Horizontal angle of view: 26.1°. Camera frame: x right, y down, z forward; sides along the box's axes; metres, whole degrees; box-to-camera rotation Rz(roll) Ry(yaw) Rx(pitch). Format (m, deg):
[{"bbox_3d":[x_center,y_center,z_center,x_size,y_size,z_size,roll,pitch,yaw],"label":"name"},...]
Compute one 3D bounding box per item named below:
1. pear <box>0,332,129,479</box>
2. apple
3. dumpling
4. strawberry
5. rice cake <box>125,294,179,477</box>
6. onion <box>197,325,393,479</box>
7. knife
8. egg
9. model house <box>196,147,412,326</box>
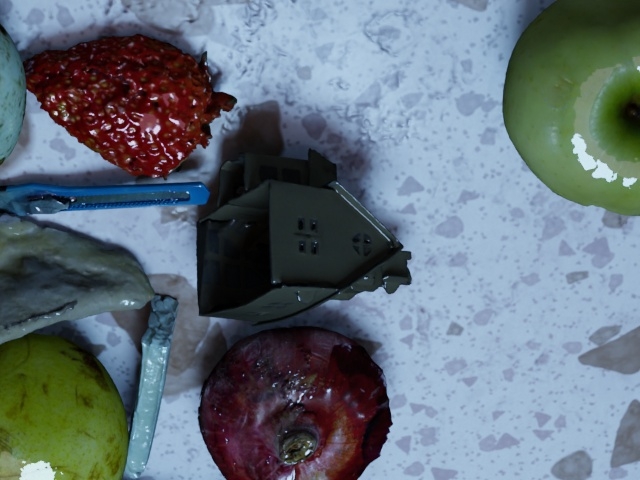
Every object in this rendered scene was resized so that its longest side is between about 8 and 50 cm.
[{"bbox_3d":[-0.370,0.246,1.708,0.283,0.283,0.283,-2,117,-4],"label":"pear"},{"bbox_3d":[0.335,-0.164,1.556,0.279,0.279,0.279,-2,117,-4],"label":"apple"},{"bbox_3d":[-0.376,0.059,1.669,0.332,0.166,0.086,-13,153,-36],"label":"dumpling"},{"bbox_3d":[-0.228,-0.168,1.595,0.228,0.098,0.174,29,110,-19],"label":"strawberry"},{"bbox_3d":[-0.220,0.190,1.770,0.038,0.124,0.211,11,121,-5],"label":"rice cake"},{"bbox_3d":[-0.033,0.232,1.748,0.252,0.219,0.252,-2,108,-6],"label":"onion"},{"bbox_3d":[-0.280,-0.054,1.668,0.296,0.026,0.044,-2,122,8],"label":"knife"},{"bbox_3d":[-0.412,-0.168,1.544,0.169,0.169,0.231,-12,134,1],"label":"egg"},{"bbox_3d":[0.000,0.000,1.661,0.243,0.211,0.204,8,73,-30],"label":"model house"}]
